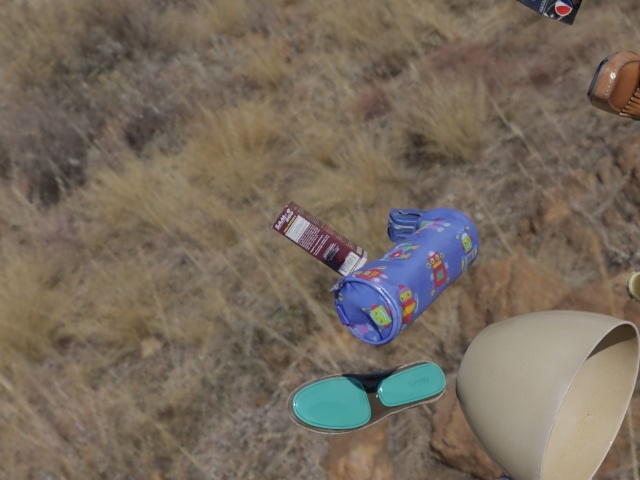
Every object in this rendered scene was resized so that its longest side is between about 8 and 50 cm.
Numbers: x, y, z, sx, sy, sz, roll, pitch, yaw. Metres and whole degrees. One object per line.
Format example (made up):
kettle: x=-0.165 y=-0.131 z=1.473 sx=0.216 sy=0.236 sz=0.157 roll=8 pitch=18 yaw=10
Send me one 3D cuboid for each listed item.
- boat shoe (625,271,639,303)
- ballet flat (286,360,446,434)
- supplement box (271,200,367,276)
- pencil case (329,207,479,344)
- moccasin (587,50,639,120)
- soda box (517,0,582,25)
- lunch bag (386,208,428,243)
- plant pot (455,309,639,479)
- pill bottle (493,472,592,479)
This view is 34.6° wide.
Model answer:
boat shoe: x=0.548 y=0.082 z=1.744 sx=0.048 sy=0.153 sz=0.056 roll=9 pitch=90 yaw=40
ballet flat: x=0.076 y=0.289 z=1.852 sx=0.316 sy=0.107 sz=0.106 roll=-5 pitch=-15 yaw=-22
supplement box: x=0.000 y=0.000 z=2.552 sx=0.073 sy=0.239 sz=0.130 roll=-55 pitch=1 yaw=8
pencil case: x=0.137 y=0.055 z=1.641 sx=0.133 sy=0.119 sz=0.306 roll=-8 pitch=18 yaw=40
moccasin: x=0.675 y=-0.293 z=2.113 sx=0.147 sy=0.380 sz=0.139 roll=34 pitch=104 yaw=38
soda box: x=0.366 y=-0.400 z=1.675 sx=0.169 sy=0.060 sz=0.053 roll=-110 pitch=38 yaw=-64
lunch bag: x=0.186 y=-0.034 z=2.177 sx=0.098 sy=0.065 sz=0.067 roll=3 pitch=26 yaw=-14
plant pot: x=0.311 y=0.215 z=1.489 sx=0.191 sy=0.284 sz=0.284 roll=24 pitch=63 yaw=35
pill bottle: x=0.332 y=0.416 z=1.639 sx=0.121 sy=0.121 sz=0.216 roll=-9 pitch=11 yaw=45
